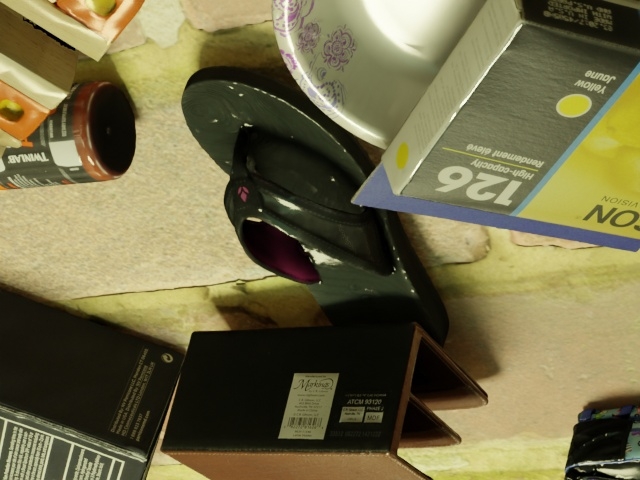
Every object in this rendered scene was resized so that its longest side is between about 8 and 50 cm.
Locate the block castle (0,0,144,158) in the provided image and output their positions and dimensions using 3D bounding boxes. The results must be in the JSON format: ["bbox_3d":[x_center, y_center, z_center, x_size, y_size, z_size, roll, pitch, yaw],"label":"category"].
[{"bbox_3d":[-0.247,-0.287,1.217,0.213,0.303,0.453,30,137,-22],"label":"block castle"}]

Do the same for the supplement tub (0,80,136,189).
[{"bbox_3d":[-0.300,-0.107,1.560,0.198,0.106,0.106,-4,133,22],"label":"supplement tub"}]

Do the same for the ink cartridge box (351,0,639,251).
[{"bbox_3d":[0.222,-0.072,1.240,0.303,0.072,0.307,9,142,-20],"label":"ink cartridge box"}]

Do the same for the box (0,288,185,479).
[{"bbox_3d":[-0.354,0.238,1.875,0.294,0.183,0.296,20,136,-3],"label":"box"}]

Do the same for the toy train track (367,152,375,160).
[{"bbox_3d":[0.023,-0.082,1.540,0.083,0.014,0.048,36,134,-17],"label":"toy train track"}]

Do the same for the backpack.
[{"bbox_3d":[0.383,0.262,1.693,0.173,0.117,0.158,-13,129,30],"label":"backpack"}]

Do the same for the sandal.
[{"bbox_3d":[0.003,0.001,1.550,0.167,0.107,0.446,-8,133,36],"label":"sandal"}]

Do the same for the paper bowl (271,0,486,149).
[{"bbox_3d":[0.110,-0.215,1.277,0.284,0.148,0.284,9,137,9],"label":"paper bowl"}]

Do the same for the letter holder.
[{"bbox_3d":[0.012,0.210,1.694,0.302,0.152,0.214,-4,149,33],"label":"letter holder"}]
